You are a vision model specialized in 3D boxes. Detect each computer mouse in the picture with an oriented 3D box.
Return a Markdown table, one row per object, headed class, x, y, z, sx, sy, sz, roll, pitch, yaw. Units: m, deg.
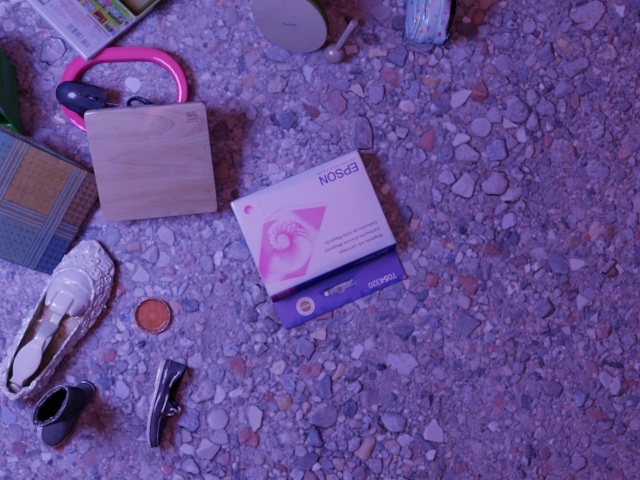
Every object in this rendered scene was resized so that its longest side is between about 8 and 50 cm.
| class | x | y | z | sx | sy | sz | roll | pitch | yaw |
| --- | --- | --- | --- | --- | --- | --- | --- | --- | --- |
| computer mouse | -0.476 | -0.309 | 1.770 | 0.242 | 0.041 | 0.071 | 11 | 86 | -3 |

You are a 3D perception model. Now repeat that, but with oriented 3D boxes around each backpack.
| class | x | y | z | sx | sy | sz | roll | pitch | yaw |
| --- | --- | --- | --- | --- | --- | --- | --- | --- | --- |
| backpack | 0.258 | -0.546 | 1.825 | 0.115 | 0.152 | 0.182 | 6 | 102 | 2 |

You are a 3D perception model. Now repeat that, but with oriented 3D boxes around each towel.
| class | x | y | z | sx | sy | sz | roll | pitch | yaw |
| --- | --- | --- | --- | --- | --- | --- | --- | --- | --- |
| towel | -0.667 | -0.091 | 1.683 | 0.040 | 0.370 | 0.271 | 36 | 95 | 41 |

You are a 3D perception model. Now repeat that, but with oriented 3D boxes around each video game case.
| class | x | y | z | sx | sy | sz | roll | pitch | yaw |
| --- | --- | --- | --- | --- | --- | --- | --- | --- | --- |
| video game case | -0.535 | -0.551 | 1.796 | 0.227 | 0.026 | 0.206 | 45 | 71 | -2 |

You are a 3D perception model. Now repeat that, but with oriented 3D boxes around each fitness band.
| class | x | y | z | sx | sy | sz | roll | pitch | yaw |
| --- | --- | --- | --- | --- | --- | --- | --- | --- | --- |
| fitness band | -0.450 | -0.340 | 1.820 | 0.290 | 0.054 | 0.209 | -3 | 88 | -4 |

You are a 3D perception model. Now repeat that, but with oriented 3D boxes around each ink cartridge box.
| class | x | y | z | sx | sy | sz | roll | pitch | yaw |
| --- | --- | --- | --- | --- | --- | --- | --- | --- | --- |
| ink cartridge box | 0.000 | 0.000 | 1.840 | 0.324 | 0.071 | 0.330 | -24 | 90 | -4 |

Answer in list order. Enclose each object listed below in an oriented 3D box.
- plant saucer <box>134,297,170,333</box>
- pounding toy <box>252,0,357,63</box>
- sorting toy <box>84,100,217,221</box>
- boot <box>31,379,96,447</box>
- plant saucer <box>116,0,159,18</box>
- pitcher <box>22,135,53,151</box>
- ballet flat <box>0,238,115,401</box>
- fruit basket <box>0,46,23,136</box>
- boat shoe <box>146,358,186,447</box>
| class | x | y | z | sx | sy | sz | roll | pitch | yaw |
| --- | --- | --- | --- | --- | --- | --- | --- | --- | --- |
| plant saucer | -0.392 | 0.175 | 1.843 | 0.083 | 0.013 | 0.084 | 0 | 90 | -3 |
| pounding toy | -0.028 | -0.523 | 1.802 | 0.236 | 0.183 | 0.110 | 24 | 63 | -4 |
| sorting toy | -0.372 | -0.186 | 1.767 | 0.257 | 0.089 | 0.256 | -6 | 116 | -5 |
| boot | -0.580 | 0.389 | 1.734 | 0.076 | 0.208 | 0.190 | 30 | 88 | -3 |
| plant saucer | -0.423 | -0.616 | 1.802 | 0.188 | 0.045 | 0.188 | 43 | 71 | -3 |
| pitcher | -0.704 | -0.142 | 1.776 | 0.177 | 0.125 | 0.207 | 36 | 99 | 11 |
| ballet flat | -0.594 | 0.189 | 1.772 | 0.147 | 0.147 | 0.409 | 29 | 88 | -3 |
| fruit basket | -0.850 | -0.261 | 1.674 | 0.391 | 0.283 | 0.392 | 1 | 75 | -5 |
| boat shoe | -0.354 | 0.379 | 1.817 | 0.064 | 0.075 | 0.206 | 9 | 85 | -1 |
